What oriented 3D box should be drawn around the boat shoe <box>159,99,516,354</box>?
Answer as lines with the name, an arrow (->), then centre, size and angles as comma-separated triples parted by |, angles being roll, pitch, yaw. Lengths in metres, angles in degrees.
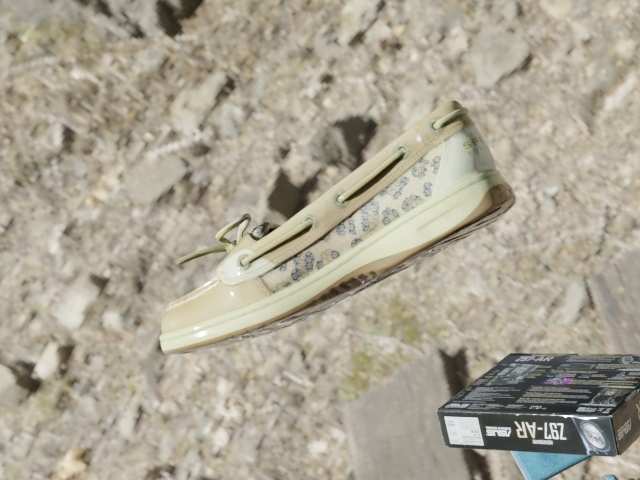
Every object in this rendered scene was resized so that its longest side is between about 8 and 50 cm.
boat shoe -> 0.000, 0.000, 0.963 | 0.285, 0.104, 0.089 | -27, 83, 13

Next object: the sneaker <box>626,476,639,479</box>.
sneaker -> 0.448, 0.363, 1.502 | 0.129, 0.147, 0.330 | -36, 12, -21

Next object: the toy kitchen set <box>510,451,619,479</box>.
toy kitchen set -> 0.243, 0.210, 1.021 | 0.122, 0.166, 0.207 | -29, 79, 2

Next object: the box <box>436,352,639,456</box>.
box -> 0.102, 0.068, 0.561 | 0.083, 0.067, 0.018 | -4, 105, 39
